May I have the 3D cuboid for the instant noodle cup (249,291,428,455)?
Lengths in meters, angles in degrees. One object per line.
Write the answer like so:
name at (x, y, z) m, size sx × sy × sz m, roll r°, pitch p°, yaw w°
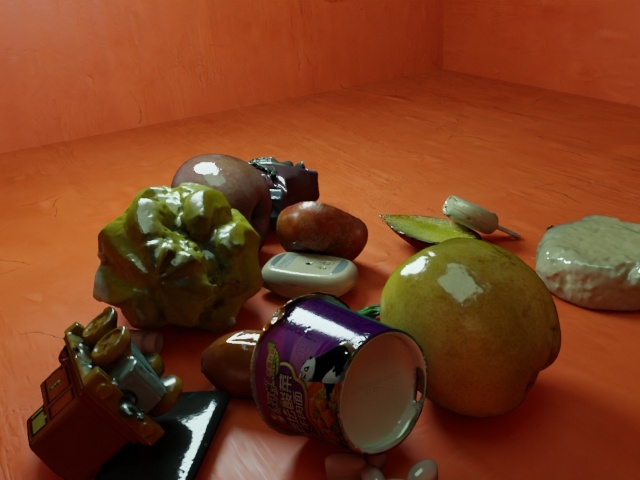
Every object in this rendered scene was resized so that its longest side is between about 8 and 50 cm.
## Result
instant noodle cup at (0.040, 0.218, 1.083) m, size 0.251 × 0.251 × 0.190 m, roll -23°, pitch 19°, yaw -36°

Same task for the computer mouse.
computer mouse at (-0.026, 0.088, 1.617) m, size 0.237 × 0.081 × 0.145 m, roll 4°, pitch 25°, yaw 21°

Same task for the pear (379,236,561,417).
pear at (0.261, 0.146, 1.193) m, size 0.315 × 0.314 × 0.314 m, roll -3°, pitch 24°, yaw 2°

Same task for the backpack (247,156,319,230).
backpack at (-0.191, -0.148, 2.025) m, size 0.318 × 0.197 × 0.283 m, roll 6°, pitch 19°, yaw 23°

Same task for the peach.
peach at (0.281, -0.009, 1.782) m, size 0.279 × 0.068 × 0.189 m, roll 16°, pitch 21°, yaw 27°

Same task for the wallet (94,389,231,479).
wallet at (-0.268, 0.357, 1.115) m, size 0.171 × 0.044 × 0.321 m, roll -3°, pitch 25°, yaw 11°

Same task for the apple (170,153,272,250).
apple at (-0.256, -0.078, 1.753) m, size 0.235 × 0.305 × 0.305 m, roll 4°, pitch 26°, yaw 23°

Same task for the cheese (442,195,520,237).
cheese at (0.436, -0.053, 1.809) m, size 0.228 × 0.064 × 0.137 m, roll 23°, pitch 11°, yaw -17°

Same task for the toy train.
toy train at (-0.380, 0.261, 1.157) m, size 0.232 × 0.163 × 0.369 m, roll -42°, pitch 23°, yaw -14°

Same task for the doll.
doll at (0.101, 0.366, 1.018) m, size 0.160 × 0.059 × 0.161 m, roll -13°, pitch 25°, yaw -15°

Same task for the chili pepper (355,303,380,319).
chili pepper at (0.117, 0.164, 1.494) m, size 0.118 × 0.035 × 0.055 m, roll -2°, pitch 35°, yaw -20°

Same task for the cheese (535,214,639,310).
cheese at (0.659, 0.044, 1.578) m, size 0.318 × 0.115 × 0.326 m, roll 0°, pitch 23°, yaw 9°

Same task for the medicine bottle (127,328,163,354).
medicine bottle at (-0.383, 0.215, 1.429) m, size 0.089 × 0.052 × 0.052 m, roll 1°, pitch 25°, yaw 12°

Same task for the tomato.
tomato at (0.000, 0.000, 1.693) m, size 0.237 × 0.236 × 0.095 m, roll 5°, pitch 62°, yaw 19°

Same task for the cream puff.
cream puff at (-0.301, 0.039, 1.458) m, size 0.379 × 0.378 × 0.275 m, roll -10°, pitch -12°, yaw -13°

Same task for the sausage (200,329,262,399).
sausage at (-0.098, 0.232, 1.264) m, size 0.259 × 0.133 × 0.133 m, roll 4°, pitch 26°, yaw 17°
